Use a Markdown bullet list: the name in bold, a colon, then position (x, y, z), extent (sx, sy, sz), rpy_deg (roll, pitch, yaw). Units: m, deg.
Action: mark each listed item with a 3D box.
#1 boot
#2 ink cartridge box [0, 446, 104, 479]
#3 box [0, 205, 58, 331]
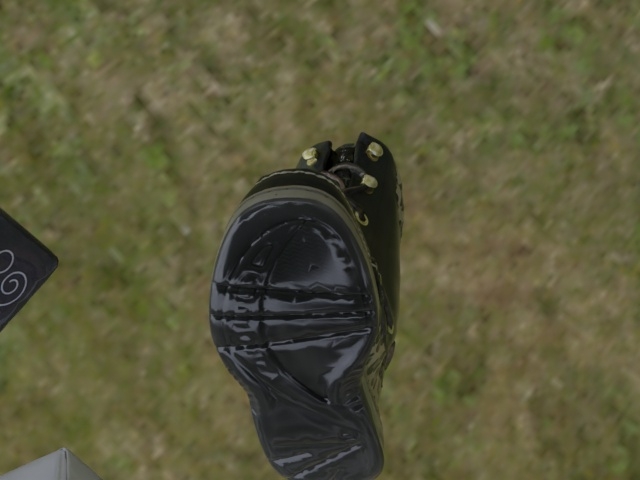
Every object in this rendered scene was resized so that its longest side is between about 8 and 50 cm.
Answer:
- **boot**: position (-0.002, 0.001, 1.064), extent (0.085, 0.178, 0.236), rpy_deg (0, 141, 8)
- **ink cartridge box**: position (-0.111, 0.181, 0.871), extent (0.127, 0.072, 0.175), rpy_deg (-24, 131, 20)
- **box**: position (-0.255, 0.033, 0.759), extent (0.163, 0.247, 0.142), rpy_deg (39, 175, 37)
